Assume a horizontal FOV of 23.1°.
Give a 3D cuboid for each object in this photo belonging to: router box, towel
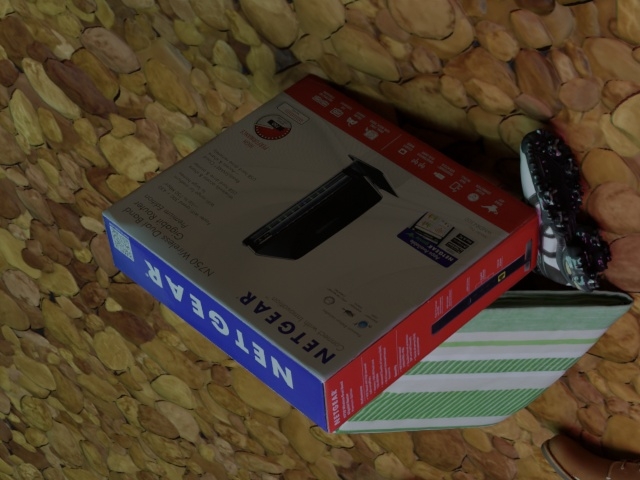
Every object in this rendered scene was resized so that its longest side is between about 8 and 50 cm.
[{"bbox_3d":[0.000,0.000,1.596,0.335,0.301,0.082,34,147,32],"label":"router box"},{"bbox_3d":[0.169,0.138,1.761,0.248,0.038,0.325,1,150,-20],"label":"towel"}]

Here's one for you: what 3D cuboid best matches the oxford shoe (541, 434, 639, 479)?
[{"bbox_3d":[0.362,0.282,1.849,0.212,0.076,0.076,31,114,17],"label":"oxford shoe"}]

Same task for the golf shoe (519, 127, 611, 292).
[{"bbox_3d":[0.226,-0.028,1.610,0.094,0.077,0.198,5,131,40],"label":"golf shoe"}]
